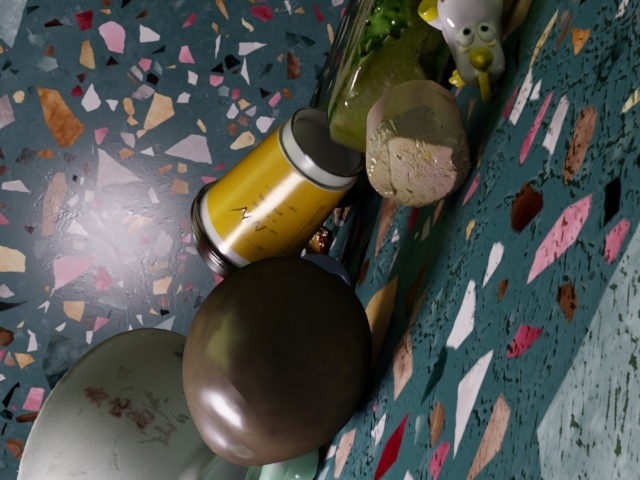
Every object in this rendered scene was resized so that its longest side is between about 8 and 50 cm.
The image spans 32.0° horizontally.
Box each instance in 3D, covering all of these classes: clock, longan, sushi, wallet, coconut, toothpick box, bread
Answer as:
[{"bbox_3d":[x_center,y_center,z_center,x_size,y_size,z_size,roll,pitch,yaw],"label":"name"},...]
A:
[{"bbox_3d":[-0.062,0.321,1.430,0.159,0.066,0.211,-88,19,-69],"label":"clock"},{"bbox_3d":[-0.054,0.142,1.261,0.248,0.248,0.248,-160,90,-83],"label":"longan"},{"bbox_3d":[0.000,0.000,1.943,0.050,0.047,0.099,-60,-14,-22],"label":"sushi"},{"bbox_3d":[0.039,-0.084,1.966,0.196,0.020,0.103,-122,52,-81],"label":"wallet"},{"bbox_3d":[0.102,-0.105,1.184,0.122,0.116,0.116,-86,17,-56],"label":"coconut"},{"bbox_3d":[-0.018,0.078,1.628,0.153,0.101,0.101,142,147,-76],"label":"toothpick box"},{"bbox_3d":[0.119,-0.297,1.536,0.366,0.129,0.382,114,173,-49],"label":"bread"}]

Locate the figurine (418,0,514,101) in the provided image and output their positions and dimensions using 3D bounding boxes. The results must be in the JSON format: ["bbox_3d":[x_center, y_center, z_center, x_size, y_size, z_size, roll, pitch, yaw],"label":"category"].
[{"bbox_3d":[0.166,-0.219,1.192,0.178,0.109,0.129,-94,-1,-72],"label":"figurine"}]

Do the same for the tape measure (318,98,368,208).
[{"bbox_3d":[0.026,-0.140,1.806,0.200,0.106,0.175,-118,39,-55],"label":"tape measure"}]

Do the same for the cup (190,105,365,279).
[{"bbox_3d":[-0.065,-0.067,1.695,0.279,0.196,0.196,-46,21,38],"label":"cup"}]

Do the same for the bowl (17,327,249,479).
[{"bbox_3d":[-0.194,0.349,1.566,0.435,0.196,0.434,-12,-74,-52],"label":"bowl"}]
